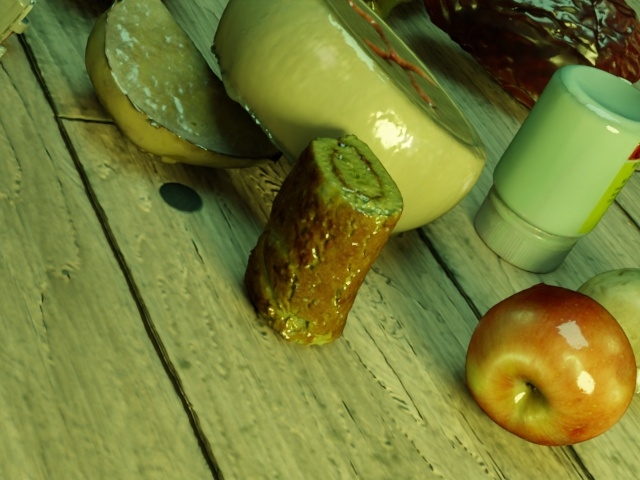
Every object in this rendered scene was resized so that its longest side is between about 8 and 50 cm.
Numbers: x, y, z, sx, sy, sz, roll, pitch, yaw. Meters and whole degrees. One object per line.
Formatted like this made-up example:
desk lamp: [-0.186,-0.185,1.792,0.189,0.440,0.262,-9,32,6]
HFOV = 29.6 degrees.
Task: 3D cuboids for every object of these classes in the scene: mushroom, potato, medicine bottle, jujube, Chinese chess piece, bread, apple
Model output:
mushroom: [0.352,0.097,1.327,0.166,0.127,0.166,14,13,-3]
potato: [-0.165,-0.140,1.290,0.243,0.098,0.138,50,46,2]
medicine bottle: [0.285,-0.083,1.425,0.139,0.225,0.139,20,33,-14]
jujube: [0.304,-0.315,1.768,0.342,0.216,0.216,32,32,-12]
Chinese chess piece: [0.033,-0.161,1.336,0.338,0.140,0.338,44,17,-17]
bread: [0.000,0.000,1.147,0.103,0.172,0.132,3,39,-33]
apple: [0.223,0.118,1.169,0.163,0.163,0.139,38,41,14]

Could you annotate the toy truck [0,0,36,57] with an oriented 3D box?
toy truck: [-0.387,-0.266,1.268,0.177,0.161,0.213,39,28,-20]

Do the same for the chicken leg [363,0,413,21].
chicken leg: [0.097,-0.413,1.839,0.201,0.152,0.429,20,39,10]
